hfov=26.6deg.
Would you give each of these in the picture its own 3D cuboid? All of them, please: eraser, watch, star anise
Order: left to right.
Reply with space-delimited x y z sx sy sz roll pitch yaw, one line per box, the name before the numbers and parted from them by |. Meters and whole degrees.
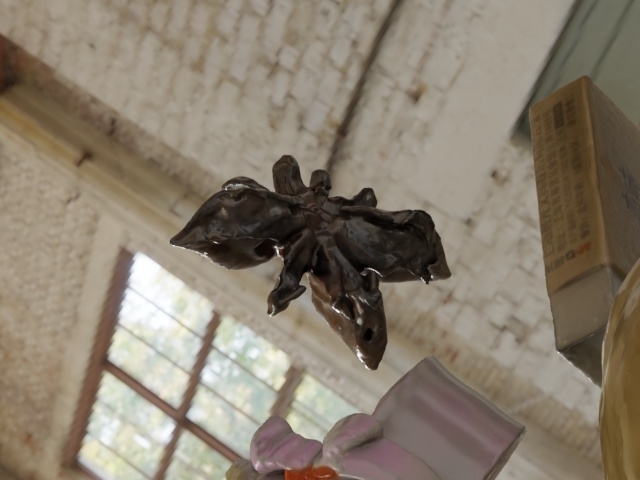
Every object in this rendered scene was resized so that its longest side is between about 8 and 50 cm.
star anise | 0.005 0.002 1.324 0.110 0.257 0.198 -54 6 49
watch | 0.040 0.212 1.126 0.244 0.196 0.231 -60 -14 28
eraser | 0.278 -0.001 1.301 0.078 0.144 0.343 -32 35 30

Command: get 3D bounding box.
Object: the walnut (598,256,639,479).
walnut | 0.314 0.099 0.633 0.383 0.383 0.383 -51 -15 -20
